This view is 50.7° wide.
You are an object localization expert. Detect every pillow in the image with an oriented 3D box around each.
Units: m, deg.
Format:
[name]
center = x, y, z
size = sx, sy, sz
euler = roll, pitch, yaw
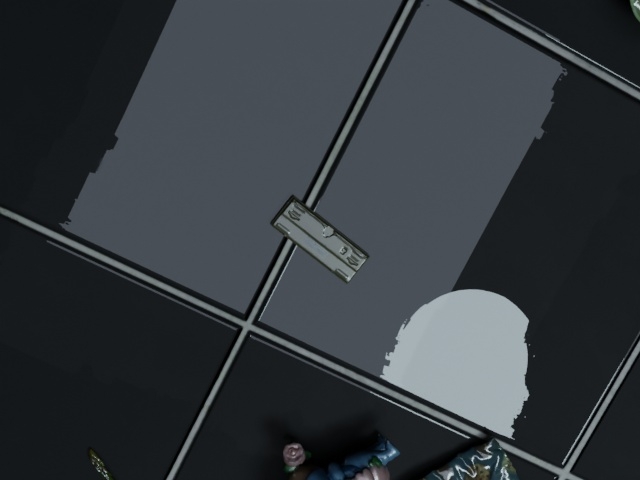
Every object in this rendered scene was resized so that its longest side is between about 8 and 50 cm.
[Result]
[pillow]
center = 0.177, 0.409, 0.942
size = 0.255, 0.034, 0.189
euler = -31, 100, 1

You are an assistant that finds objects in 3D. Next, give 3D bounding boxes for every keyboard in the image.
[keyboard]
center = 0.000, 0.000, 0.876
size = 0.129, 0.015, 0.049
euler = 38, 100, -9

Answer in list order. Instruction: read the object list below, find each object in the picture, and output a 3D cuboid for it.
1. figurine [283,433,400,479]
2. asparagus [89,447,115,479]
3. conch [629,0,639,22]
[figurine]
center = 0.016, 0.317, 0.891
size = 0.178, 0.114, 0.144
euler = -42, 71, -10
[asparagus]
center = -0.269, 0.349, 0.912
size = 0.016, 0.016, 0.163
euler = -24, 102, 19
[conch]
center = 0.472, -0.305, 0.808
size = 0.187, 0.124, 0.181
euler = -24, 111, 25
